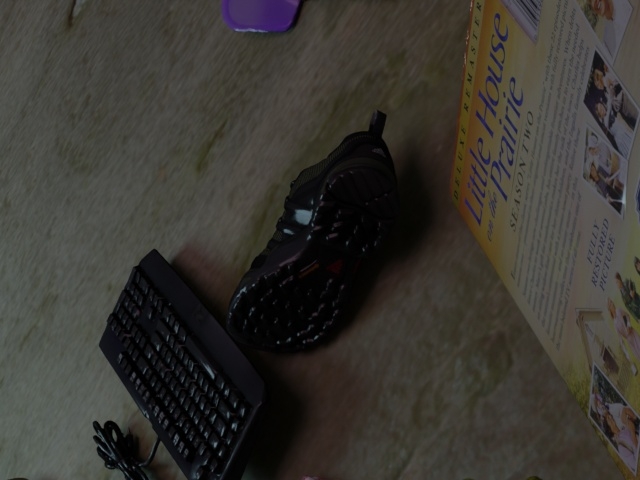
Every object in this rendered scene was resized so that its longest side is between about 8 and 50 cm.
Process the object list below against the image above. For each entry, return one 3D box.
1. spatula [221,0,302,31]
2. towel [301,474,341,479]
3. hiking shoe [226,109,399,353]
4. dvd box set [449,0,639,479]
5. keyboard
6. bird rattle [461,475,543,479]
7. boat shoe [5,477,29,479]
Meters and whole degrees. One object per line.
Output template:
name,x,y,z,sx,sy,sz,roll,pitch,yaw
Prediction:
spatula,0.009,-0.227,1.503,0.296,0.030,0.084,5,80,53
towel,0.030,0.250,1.264,0.197,0.029,0.144,-3,72,52
hiking shoe,0.000,0.000,1.388,0.227,0.086,0.114,-50,16,36
dvd box set,0.195,-0.018,1.019,0.420,0.062,0.307,-118,24,-46
keyboard,-0.140,0.148,1.502,0.317,0.033,0.201,43,116,58
bird rattle,0.080,0.276,1.058,0.143,0.207,0.253,119,156,-45
boat shoe,-0.325,0.288,1.705,0.153,0.048,0.056,-40,33,26
